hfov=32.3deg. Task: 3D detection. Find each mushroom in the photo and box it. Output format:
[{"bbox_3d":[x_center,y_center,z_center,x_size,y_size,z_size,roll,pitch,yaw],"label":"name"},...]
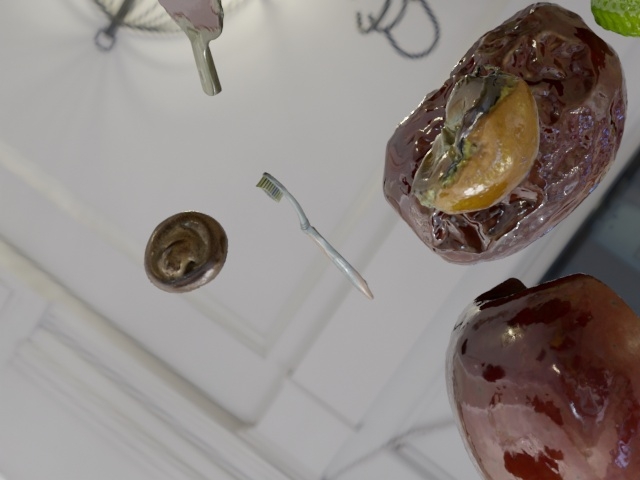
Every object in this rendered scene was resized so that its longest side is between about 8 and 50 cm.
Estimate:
[{"bbox_3d":[-0.190,0.018,1.560,0.085,0.126,0.109,65,-164,-44],"label":"mushroom"}]

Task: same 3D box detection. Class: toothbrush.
[{"bbox_3d":[0.000,0.000,2.010,0.028,0.037,0.375,18,157,49],"label":"toothbrush"}]

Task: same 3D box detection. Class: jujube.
[{"bbox_3d":[0.266,-0.146,1.568,0.276,0.377,0.276,39,-161,-16],"label":"jujube"}]

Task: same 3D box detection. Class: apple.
[{"bbox_3d":[0.302,0.207,1.309,0.365,0.295,0.329,62,-157,-12],"label":"apple"}]

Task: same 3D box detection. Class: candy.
[{"bbox_3d":[0.436,-0.301,1.407,0.097,0.097,0.209,25,-177,-31],"label":"candy"}]

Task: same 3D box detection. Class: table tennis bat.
[{"bbox_3d":[-0.156,-0.274,1.329,0.131,0.022,0.234,29,147,37],"label":"table tennis bat"}]

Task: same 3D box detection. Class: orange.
[{"bbox_3d":[0.171,-0.099,1.163,0.112,0.160,0.170,20,160,2],"label":"orange"}]
